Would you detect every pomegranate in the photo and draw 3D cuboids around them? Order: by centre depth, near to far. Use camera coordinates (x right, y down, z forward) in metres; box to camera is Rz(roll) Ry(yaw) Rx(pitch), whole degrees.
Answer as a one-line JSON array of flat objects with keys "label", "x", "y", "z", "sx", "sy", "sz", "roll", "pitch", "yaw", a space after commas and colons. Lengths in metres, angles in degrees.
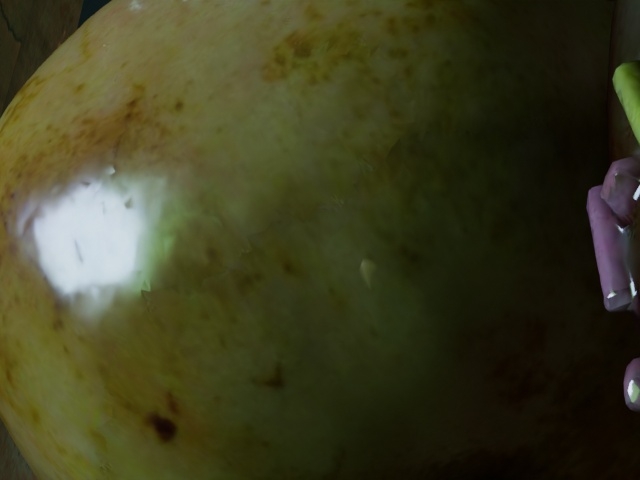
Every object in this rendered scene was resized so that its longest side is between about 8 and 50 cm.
[{"label": "pomegranate", "x": 0.000, "y": 0.000, "z": 0.602, "sx": 0.252, "sy": 0.229, "sz": 0.270, "roll": -43, "pitch": 40, "yaw": 7}]

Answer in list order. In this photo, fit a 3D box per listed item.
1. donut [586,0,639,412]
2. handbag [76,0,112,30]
[{"label": "donut", "x": 0.163, "y": -0.083, "z": 0.390, "sx": 0.345, "sy": 0.136, "sz": 0.259, "roll": -71, "pitch": 23, "yaw": 12}, {"label": "handbag", "x": -0.102, "y": -0.191, "z": 1.263, "sx": 0.254, "sy": 0.093, "sz": 0.308, "roll": -159, "pitch": 82, "yaw": -72}]
